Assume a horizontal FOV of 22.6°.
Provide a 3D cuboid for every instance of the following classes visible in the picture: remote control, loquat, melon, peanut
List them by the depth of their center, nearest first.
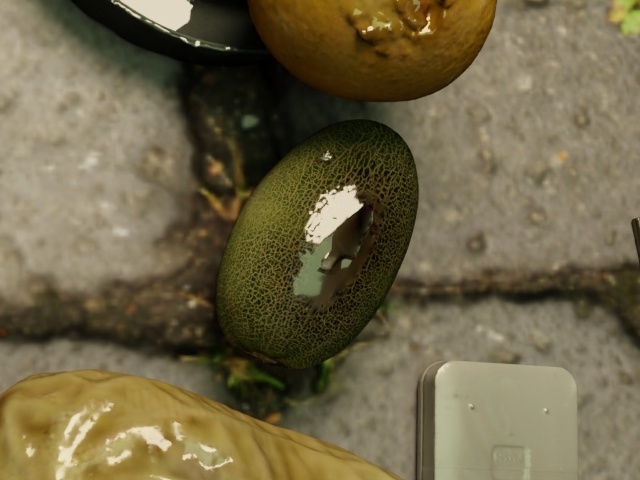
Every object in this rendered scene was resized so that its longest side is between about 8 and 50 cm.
[{"bbox_3d":[-0.043,0.164,0.862,0.325,0.153,0.140,22,78,-9],"label":"peanut"},{"bbox_3d":[0.028,-0.143,0.896,0.141,0.141,0.141,4,79,-20],"label":"loquat"},{"bbox_3d":[0.000,0.000,0.937,0.099,0.099,0.162,33,72,-12],"label":"melon"},{"bbox_3d":[0.108,0.199,0.973,0.103,0.034,0.250,4,78,-20],"label":"remote control"}]

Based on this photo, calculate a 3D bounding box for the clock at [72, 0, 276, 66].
[{"bbox_3d":[-0.059,-0.241,0.981,0.281,0.055,0.280,4,79,-20],"label":"clock"}]

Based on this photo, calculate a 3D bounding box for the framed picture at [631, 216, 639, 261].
[{"bbox_3d":[0.270,0.050,1.074,0.109,0.011,0.149,-7,83,-21],"label":"framed picture"}]
